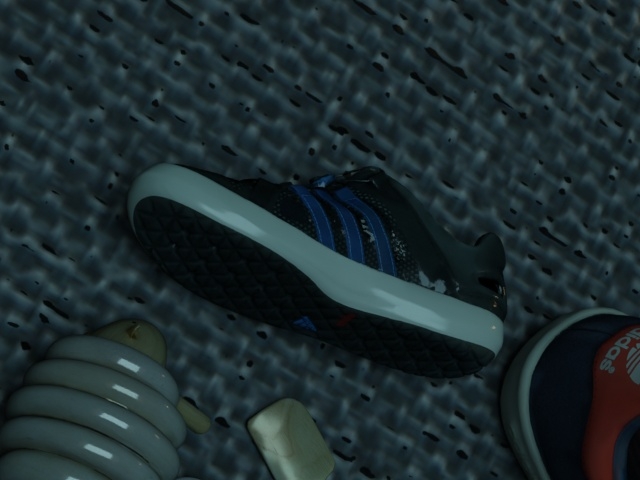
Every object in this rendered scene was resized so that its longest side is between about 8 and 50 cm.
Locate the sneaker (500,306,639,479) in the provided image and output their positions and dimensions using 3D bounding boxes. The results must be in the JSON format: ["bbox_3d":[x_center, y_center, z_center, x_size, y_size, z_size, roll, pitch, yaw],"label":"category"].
[{"bbox_3d":[0.228,0.188,0.843,0.131,0.148,0.350,-42,103,-19],"label":"sneaker"}]

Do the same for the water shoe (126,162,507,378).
[{"bbox_3d":[0.000,0.000,0.811,0.203,0.073,0.080,26,56,-23],"label":"water shoe"}]

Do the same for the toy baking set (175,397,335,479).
[{"bbox_3d":[-0.023,0.216,0.800,0.197,0.030,0.256,34,76,-18],"label":"toy baking set"}]

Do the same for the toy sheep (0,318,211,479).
[{"bbox_3d":[-0.101,0.092,0.746,0.091,0.091,0.132,30,58,-19],"label":"toy sheep"}]
